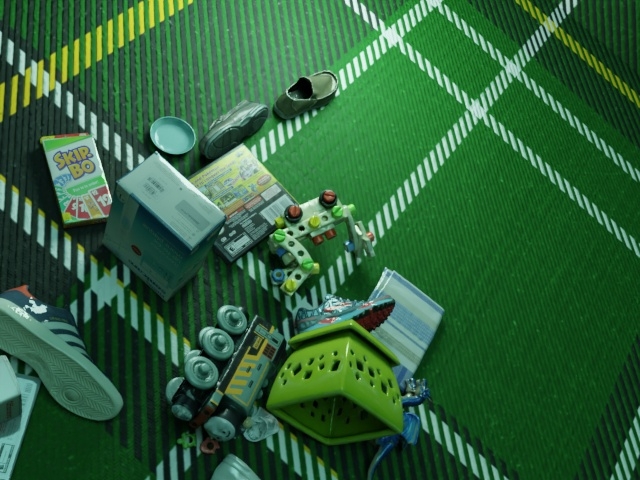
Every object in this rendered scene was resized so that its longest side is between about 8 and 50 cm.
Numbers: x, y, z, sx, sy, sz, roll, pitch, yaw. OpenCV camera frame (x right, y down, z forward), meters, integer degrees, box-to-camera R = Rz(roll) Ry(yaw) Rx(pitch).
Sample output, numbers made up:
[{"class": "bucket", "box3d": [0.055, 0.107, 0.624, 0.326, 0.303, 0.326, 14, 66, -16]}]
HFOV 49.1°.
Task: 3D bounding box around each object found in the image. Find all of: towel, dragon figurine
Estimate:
[{"class": "towel", "box3d": [0.195, 0.230, 1.846, 0.209, 0.034, 0.285, 37, 57, -4]}, {"class": "dragon figurine", "box3d": [0.187, 0.453, 1.679, 0.144, 0.085, 0.289, 15, 60, -9]}]

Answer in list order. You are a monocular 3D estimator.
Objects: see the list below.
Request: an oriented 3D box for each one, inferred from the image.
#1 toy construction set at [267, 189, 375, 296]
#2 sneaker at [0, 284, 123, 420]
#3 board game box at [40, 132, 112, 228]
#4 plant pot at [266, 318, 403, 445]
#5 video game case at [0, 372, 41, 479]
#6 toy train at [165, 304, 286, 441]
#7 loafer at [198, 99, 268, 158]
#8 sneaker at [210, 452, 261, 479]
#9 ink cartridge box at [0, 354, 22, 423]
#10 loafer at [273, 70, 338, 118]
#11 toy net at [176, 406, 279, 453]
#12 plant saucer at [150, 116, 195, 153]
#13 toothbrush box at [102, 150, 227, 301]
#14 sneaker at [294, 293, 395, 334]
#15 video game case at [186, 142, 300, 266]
[{"class": "toy construction set", "box3d": [0.000, 0.000, 1.810, 0.328, 0.151, 0.215, -20, 74, -31]}, {"class": "sneaker", "box3d": [-0.538, 0.225, 1.480, 0.350, 0.131, 0.148, 47, 23, -10]}, {"class": "board game box", "box3d": [-0.593, -0.157, 1.710, 0.124, 0.039, 0.259, -11, 66, -29]}, {"class": "plant pot", "box3d": [0.045, 0.316, 1.587, 0.228, 0.227, 0.207, 42, 43, -33]}, {"class": "video game case", "box3d": [-0.685, 0.356, 1.396, 0.193, 0.023, 0.212, 16, 59, -15]}, {"class": "toy train", "box3d": [-0.201, 0.285, 1.547, 0.190, 0.142, 0.334, 36, 36, -7]}, {"class": "loafer", "box3d": [-0.252, -0.308, 1.920, 0.084, 0.096, 0.267, 31, 46, 18]}, {"class": "sneaker", "box3d": [-0.144, 0.559, 1.503, 0.212, 0.080, 0.094, 38, 67, 7]}, {"class": "ink cartridge box", "box3d": [-0.680, 0.316, 1.309, 0.218, 0.158, 0.092, -25, 75, -31]}, {"class": "loafer", "box3d": [-0.029, -0.441, 2.076, 0.094, 0.087, 0.251, 47, 56, 5]}, {"class": "toy net", "box3d": [-0.197, 0.416, 1.564, 0.232, 0.045, 0.122, 12, 59, -18]}, {"class": "plant saucer", "box3d": [-0.394, -0.275, 1.867, 0.119, 0.021, 0.119, 11, 59, -18]}, {"class": "toothbrush box", "box3d": [-0.359, -0.022, 1.580, 0.216, 0.295, 0.126, 43, 56, 1]}, {"class": "sneaker", "box3d": [0.059, 0.172, 1.755, 0.262, 0.104, 0.125, -17, 54, -15]}, {"class": "video game case", "box3d": [-0.222, -0.100, 1.840, 0.248, 0.035, 0.275, 47, 56, 5]}]
